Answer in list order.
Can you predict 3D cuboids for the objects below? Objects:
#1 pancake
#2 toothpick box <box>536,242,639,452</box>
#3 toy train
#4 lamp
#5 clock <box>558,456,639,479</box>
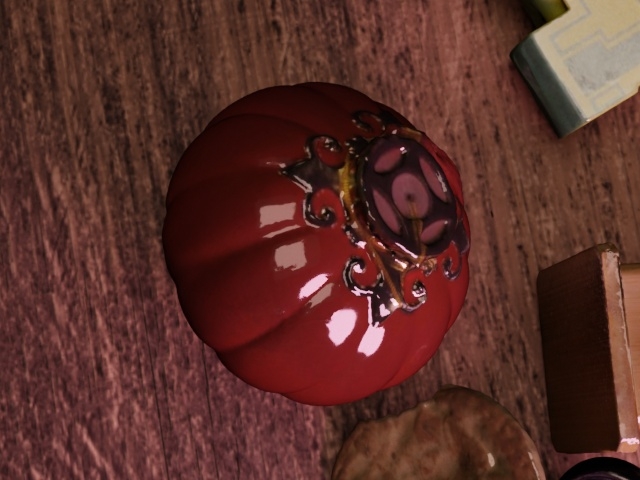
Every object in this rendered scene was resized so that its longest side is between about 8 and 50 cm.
[{"bbox_3d":[0.106,0.247,1.144,0.236,0.042,0.222,-46,59,17],"label":"pancake"},{"bbox_3d":[0.387,0.099,1.163,0.308,0.190,0.187,-3,79,-6],"label":"toothpick box"},{"bbox_3d":[0.254,-0.313,1.238,0.237,0.150,0.369,-31,88,-3],"label":"toy train"},{"bbox_3d":[0.000,0.000,1.127,0.303,0.257,0.303,17,60,-34],"label":"lamp"},{"bbox_3d":[0.320,0.397,1.082,0.379,0.120,0.276,36,103,17],"label":"clock"}]
